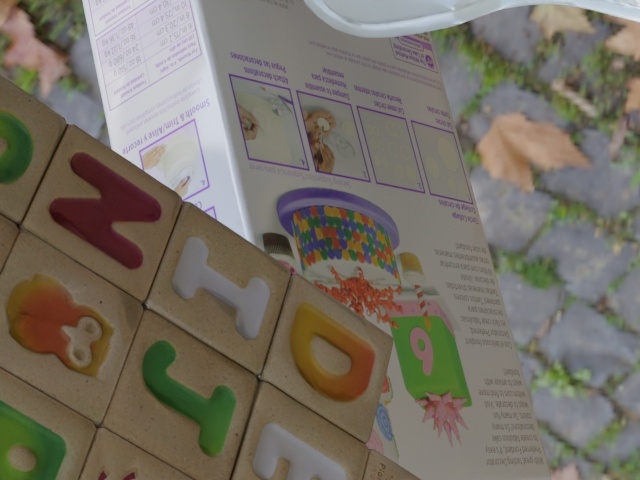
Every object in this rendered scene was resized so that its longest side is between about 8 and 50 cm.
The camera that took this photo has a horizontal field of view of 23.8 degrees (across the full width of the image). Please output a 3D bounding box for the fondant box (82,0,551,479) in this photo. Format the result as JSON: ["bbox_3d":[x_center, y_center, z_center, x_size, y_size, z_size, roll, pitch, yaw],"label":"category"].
[{"bbox_3d":[0.000,0.000,0.902,0.096,0.330,0.238,-26,159,34],"label":"fondant box"}]

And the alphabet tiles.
[{"bbox_3d":[-0.087,0.089,0.532,0.342,0.285,0.011,35,137,-21],"label":"alphabet tiles"}]

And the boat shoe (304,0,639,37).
[{"bbox_3d":[0.137,-0.174,0.802,0.305,0.091,0.109,-2,126,21],"label":"boat shoe"}]
